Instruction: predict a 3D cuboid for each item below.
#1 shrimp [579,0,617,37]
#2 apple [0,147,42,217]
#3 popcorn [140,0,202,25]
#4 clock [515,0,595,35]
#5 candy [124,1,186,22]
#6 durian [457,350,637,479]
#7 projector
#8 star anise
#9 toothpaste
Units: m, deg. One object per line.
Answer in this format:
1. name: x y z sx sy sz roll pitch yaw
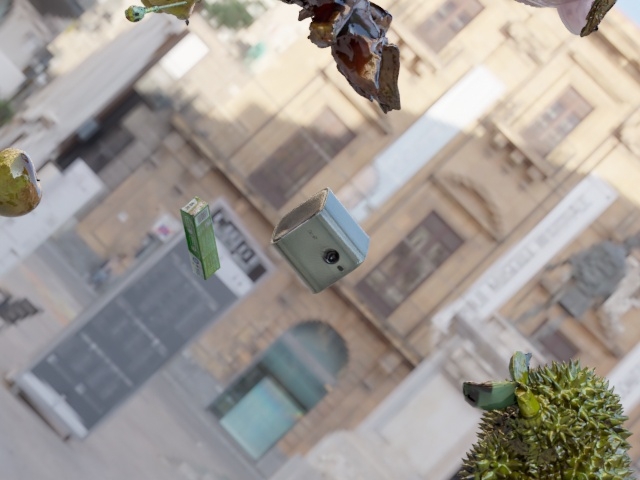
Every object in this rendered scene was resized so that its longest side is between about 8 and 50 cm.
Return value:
1. shrimp: 0.335 -0.300 1.518 0.025 0.127 0.091 31 8 34
2. apple: -0.397 -0.075 1.648 0.089 0.074 0.090 -8 90 -85
3. popcorn: -0.206 -0.450 1.986 0.169 0.189 0.218 45 -38 -9
4. clock: 0.252 -0.455 1.557 0.376 0.368 0.250 31 -20 -30
5. candy: -0.214 -0.301 1.671 0.025 0.083 0.023 89 -18 -49
6. durian: 0.196 0.187 1.077 0.146 0.198 0.159 8 8 18
7. projector: 0.000 0.000 1.505 0.082 0.083 0.083 50 22 -16
8. star anise: 0.013 -0.252 1.360 0.288 0.088 0.288 53 19 -26
9. toothpaste: -0.102 -0.001 1.092 0.017 0.020 0.083 30 -33 27
